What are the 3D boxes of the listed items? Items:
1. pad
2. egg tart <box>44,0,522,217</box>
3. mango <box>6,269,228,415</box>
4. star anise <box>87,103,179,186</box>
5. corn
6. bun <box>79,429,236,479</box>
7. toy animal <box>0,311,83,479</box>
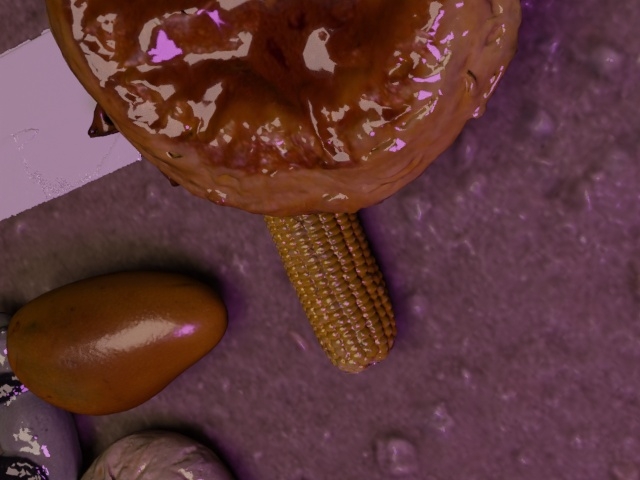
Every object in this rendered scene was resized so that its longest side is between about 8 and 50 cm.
[{"bbox_3d":[-0.292,-0.118,1.591,0.232,0.004,0.156,-20,97,34],"label":"pad"},{"bbox_3d":[-0.026,-0.237,1.280,0.443,0.178,0.443,9,109,25],"label":"egg tart"},{"bbox_3d":[-0.198,0.100,1.551,0.253,0.113,0.138,-14,96,26],"label":"mango"},{"bbox_3d":[-0.170,-0.150,1.476,0.157,0.053,0.212,5,112,27],"label":"star anise"},{"bbox_3d":[0.000,0.000,1.414,0.081,0.081,0.248,-18,97,34],"label":"corn"},{"bbox_3d":[-0.175,0.301,1.599,0.222,0.127,0.222,13,115,29],"label":"bun"},{"bbox_3d":[-0.327,0.179,1.667,0.121,0.094,0.225,-17,89,24],"label":"toy animal"}]
